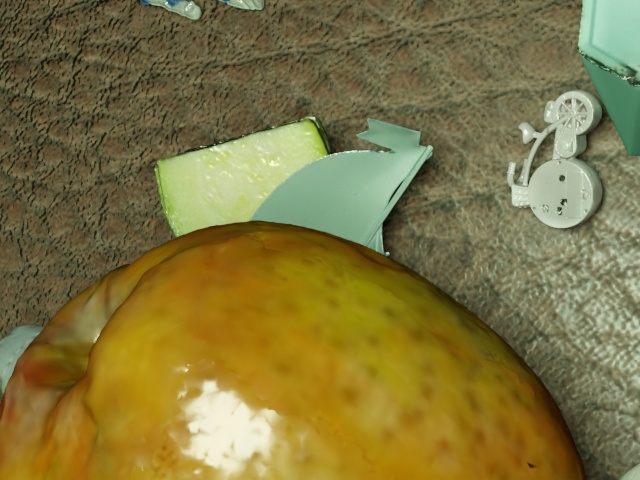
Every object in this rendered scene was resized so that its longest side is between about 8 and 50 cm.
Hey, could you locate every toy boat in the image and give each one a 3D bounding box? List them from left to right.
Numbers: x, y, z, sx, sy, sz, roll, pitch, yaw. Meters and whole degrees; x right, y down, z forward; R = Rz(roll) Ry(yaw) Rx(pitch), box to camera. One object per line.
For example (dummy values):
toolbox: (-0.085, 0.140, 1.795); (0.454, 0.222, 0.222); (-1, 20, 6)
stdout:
toy boat: (0.015, 0.027, 1.081); (0.292, 0.070, 0.210); (-33, 100, 18)

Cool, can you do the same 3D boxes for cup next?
cup: (0.281, -0.152, 0.926); (0.134, 0.236, 0.148); (35, 99, 25)

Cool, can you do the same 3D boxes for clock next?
clock: (0.222, -0.077, 1.034); (0.087, 0.041, 0.129); (13, 106, 33)

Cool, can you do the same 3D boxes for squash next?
squash: (-0.055, -0.034, 1.151); (0.192, 0.085, 0.184); (-13, 110, 15)

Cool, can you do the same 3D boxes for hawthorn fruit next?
hawthorn fruit: (-0.041, 0.200, 0.896); (0.472, 0.472, 0.471); (-3, 82, 23)

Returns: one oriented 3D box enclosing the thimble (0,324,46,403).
thimble: (-0.287, 0.175, 1.184); (0.118, 0.127, 0.151); (15, 94, 25)

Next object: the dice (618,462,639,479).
dice: (0.393, 0.224, 0.826); (0.259, 0.243, 0.251); (-36, 71, 12)

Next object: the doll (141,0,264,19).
doll: (-0.166, -0.305, 1.235); (0.227, 0.057, 0.114); (7, 90, 22)
